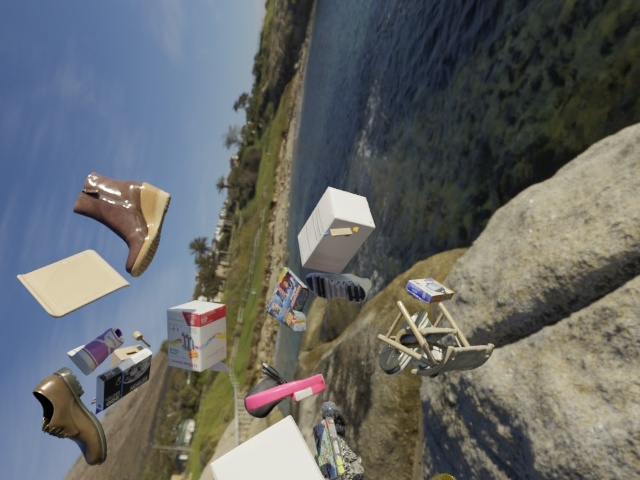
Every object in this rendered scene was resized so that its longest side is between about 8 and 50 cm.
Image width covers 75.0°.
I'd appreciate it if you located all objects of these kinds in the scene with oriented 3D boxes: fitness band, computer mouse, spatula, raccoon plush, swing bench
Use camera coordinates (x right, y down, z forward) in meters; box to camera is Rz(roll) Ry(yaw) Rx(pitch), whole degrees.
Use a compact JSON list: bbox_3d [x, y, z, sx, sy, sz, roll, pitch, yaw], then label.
[{"bbox_3d":[-0.110,0.494,1.359,0.208,0.290,0.054,-23,73,31],"label":"fitness band"},{"bbox_3d":[-0.212,0.614,1.709,0.072,0.188,0.272,-53,-9,22],"label":"computer mouse"},{"bbox_3d":[-0.471,0.425,1.608,0.019,0.241,0.168,-57,-35,-59],"label":"spatula"},{"bbox_3d":[-0.005,0.936,1.837,0.216,0.299,0.447,-41,48,13],"label":"raccoon plush"},{"bbox_3d":[0.378,0.337,1.370,0.254,0.253,0.165,43,115,46],"label":"swing bench"}]

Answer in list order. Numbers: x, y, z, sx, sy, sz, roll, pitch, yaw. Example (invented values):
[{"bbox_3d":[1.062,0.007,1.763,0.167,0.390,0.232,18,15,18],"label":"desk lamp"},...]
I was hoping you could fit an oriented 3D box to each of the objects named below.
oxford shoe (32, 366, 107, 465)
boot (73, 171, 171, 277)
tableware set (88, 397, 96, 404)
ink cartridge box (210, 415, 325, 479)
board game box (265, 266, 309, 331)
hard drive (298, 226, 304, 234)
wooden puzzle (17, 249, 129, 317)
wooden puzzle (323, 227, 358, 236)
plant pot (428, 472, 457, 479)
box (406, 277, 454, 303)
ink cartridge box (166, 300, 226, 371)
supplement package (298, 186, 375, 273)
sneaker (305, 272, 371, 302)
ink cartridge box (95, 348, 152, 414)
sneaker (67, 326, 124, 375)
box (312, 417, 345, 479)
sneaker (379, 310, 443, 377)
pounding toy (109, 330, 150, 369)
[{"bbox_3d":[-0.544,0.398,0.898,0.227,0.082,0.096,62,-148,-4],"label":"oxford shoe"},{"bbox_3d":[-0.511,-0.042,1.050,0.090,0.206,0.249,124,157,-66],"label":"boot"},{"bbox_3d":[-0.852,0.614,1.686,0.020,0.168,0.141,62,150,4],"label":"tableware set"},{"bbox_3d":[-0.110,0.549,0.969,0.197,0.198,0.270,59,163,18],"label":"ink cartridge box"},{"bbox_3d":[-0.101,0.227,1.496,0.194,0.060,0.194,40,112,47],"label":"board game box"},{"bbox_3d":[0.000,0.000,2.094,0.255,0.172,0.054,55,-171,34],"label":"hard drive"},{"bbox_3d":[-0.756,0.131,1.287,0.238,0.220,0.044,-27,-38,-47],"label":"wooden puzzle"},{"bbox_3d":[0.069,-0.025,1.372,0.078,0.116,0.014,-81,-12,-72],"label":"wooden puzzle"},{"bbox_3d":[0.417,0.846,1.404,0.134,0.134,0.095,-101,24,-66],"label":"plant pot"},{"bbox_3d":[0.296,0.136,1.139,0.081,0.136,0.028,35,111,40],"label":"box"},{"bbox_3d":[-0.373,0.286,1.265,0.127,0.128,0.176,-14,-75,-65],"label":"ink cartridge box"},{"bbox_3d":[0.055,-0.034,1.655,0.293,0.177,0.175,-55,32,38],"label":"supplement package"},{"bbox_3d":[0.076,0.186,1.759,0.118,0.291,0.110,-39,-48,-53],"label":"sneaker"},{"bbox_3d":[-0.735,0.536,1.563,0.206,0.045,0.208,-30,-36,-55],"label":"ink cartridge box"},{"bbox_3d":[-0.771,0.381,1.457,0.282,0.102,0.161,-20,18,47],"label":"sneaker"},{"bbox_3d":[0.031,0.819,1.633,0.114,0.036,0.207,-51,40,36],"label":"box"},{"bbox_3d":[0.426,0.502,1.783,0.169,0.258,0.447,-33,-1,35],"label":"sneaker"},{"bbox_3d":[-0.843,0.527,1.909,0.094,0.181,0.206,28,107,34],"label":"pounding toy"}]
